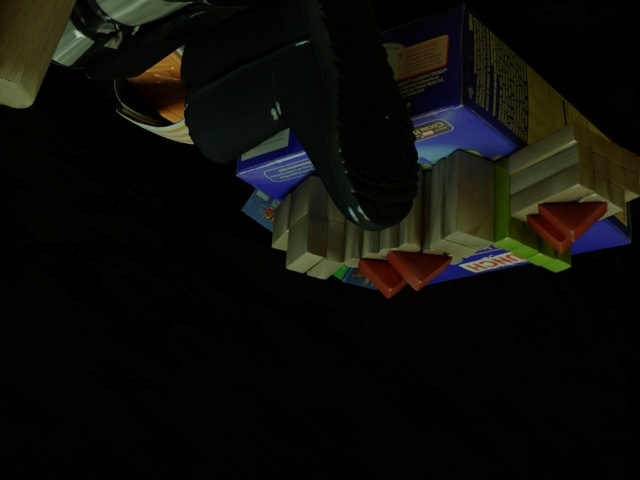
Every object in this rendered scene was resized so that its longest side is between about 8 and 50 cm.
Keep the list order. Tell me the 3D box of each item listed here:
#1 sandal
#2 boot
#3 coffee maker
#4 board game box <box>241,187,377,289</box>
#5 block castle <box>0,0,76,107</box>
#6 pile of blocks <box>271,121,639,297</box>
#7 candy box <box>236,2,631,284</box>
[{"bbox_3d":[-0.163,-0.148,1.425,0.101,0.076,0.265,-6,154,26],"label":"sandal"},{"bbox_3d":[-0.026,-0.104,1.306,0.094,0.247,0.207,-5,167,-43],"label":"boot"},{"bbox_3d":[-0.134,-0.206,1.234,0.171,0.120,0.178,22,152,-34],"label":"coffee maker"},{"bbox_3d":[0.000,0.000,1.614,0.136,0.035,0.201,34,-177,12],"label":"board game box"},{"bbox_3d":[-0.393,-0.272,1.051,0.453,0.213,0.303,30,160,-30],"label":"block castle"},{"bbox_3d":[0.123,0.000,1.348,0.362,0.113,0.149,-10,150,26],"label":"pile of blocks"},{"bbox_3d":[0.119,-0.079,1.457,0.268,0.122,0.317,-14,148,36],"label":"candy box"}]
